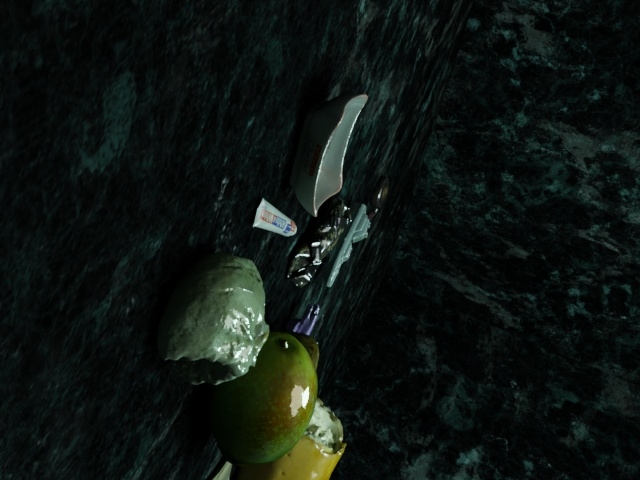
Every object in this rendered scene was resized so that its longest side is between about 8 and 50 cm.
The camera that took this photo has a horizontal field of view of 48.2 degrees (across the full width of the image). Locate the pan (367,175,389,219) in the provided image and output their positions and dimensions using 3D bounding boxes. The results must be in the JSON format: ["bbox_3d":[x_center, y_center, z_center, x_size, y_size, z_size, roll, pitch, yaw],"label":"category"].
[{"bbox_3d":[0.192,-0.121,2.479,0.115,0.040,0.212,-18,129,-70],"label":"pan"}]

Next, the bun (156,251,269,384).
[{"bbox_3d":[-0.143,0.122,1.025,0.212,0.126,0.204,-15,124,-76],"label":"bun"}]

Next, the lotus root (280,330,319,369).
[{"bbox_3d":[-0.098,0.339,1.639,0.160,0.151,0.275,88,17,-60],"label":"lotus root"}]

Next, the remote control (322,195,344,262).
[{"bbox_3d":[0.023,-0.022,1.803,0.072,0.042,0.222,-57,166,-38],"label":"remote control"}]

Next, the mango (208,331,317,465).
[{"bbox_3d":[-0.121,0.326,1.381,0.382,0.201,0.225,116,-18,-47],"label":"mango"}]

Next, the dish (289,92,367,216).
[{"bbox_3d":[0.005,-0.167,1.312,0.151,0.077,0.213,-49,159,-56],"label":"dish"}]

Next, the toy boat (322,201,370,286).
[{"bbox_3d":[0.073,0.016,2.017,0.078,0.085,0.261,85,29,-70],"label":"toy boat"}]

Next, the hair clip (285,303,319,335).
[{"bbox_3d":[-0.081,0.292,1.845,0.137,0.090,0.279,15,90,-67],"label":"hair clip"}]

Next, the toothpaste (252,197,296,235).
[{"bbox_3d":[-0.082,-0.034,1.283,0.218,0.033,0.052,29,79,-75],"label":"toothpaste"}]

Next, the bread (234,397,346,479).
[{"bbox_3d":[-0.088,0.671,2.104,0.361,0.250,0.394,5,108,-78],"label":"bread"}]

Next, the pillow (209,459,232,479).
[{"bbox_3d":[-0.255,0.596,1.689,0.217,0.033,0.130,-41,146,-69],"label":"pillow"}]

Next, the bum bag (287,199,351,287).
[{"bbox_3d":[0.000,-0.001,1.653,0.248,0.069,0.102,-54,140,-31],"label":"bum bag"}]
